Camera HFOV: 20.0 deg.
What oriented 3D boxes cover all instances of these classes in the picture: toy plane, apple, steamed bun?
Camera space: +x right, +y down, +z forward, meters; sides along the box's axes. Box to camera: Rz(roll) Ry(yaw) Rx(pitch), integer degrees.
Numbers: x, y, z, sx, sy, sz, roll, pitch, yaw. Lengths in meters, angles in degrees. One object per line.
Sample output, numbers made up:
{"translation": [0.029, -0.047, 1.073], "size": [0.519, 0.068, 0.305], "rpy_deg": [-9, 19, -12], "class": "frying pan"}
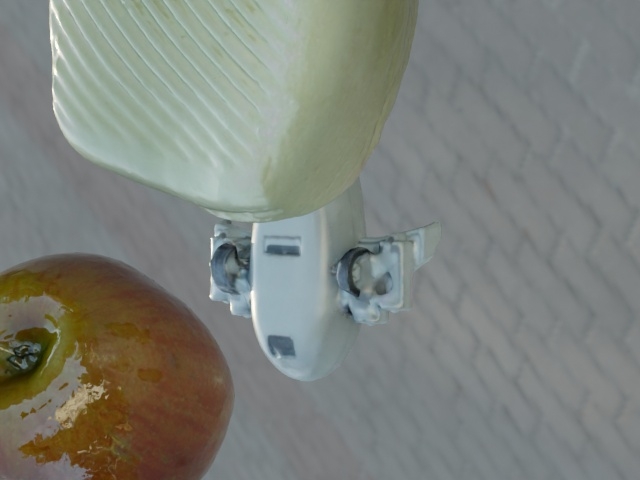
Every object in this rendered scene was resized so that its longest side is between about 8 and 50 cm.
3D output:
{"translation": [-0.002, 0.000, 1.119], "size": [0.174, 0.080, 0.174], "rpy_deg": [-4, 83, 38], "class": "toy plane"}
{"translation": [-0.250, 0.158, 1.791], "size": [0.301, 0.301, 0.301], "rpy_deg": [45, 151, 34], "class": "apple"}
{"translation": [-0.025, -0.136, 0.863], "size": [0.170, 0.152, 0.238], "rpy_deg": [20, 113, 31], "class": "steamed bun"}
